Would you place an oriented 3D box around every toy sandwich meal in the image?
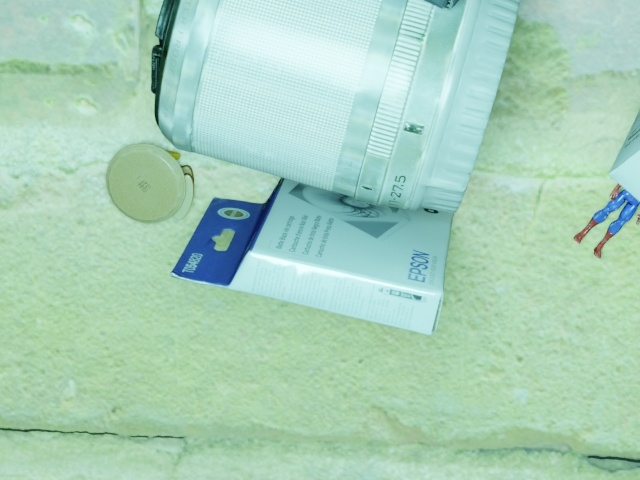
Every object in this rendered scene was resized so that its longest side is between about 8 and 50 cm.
[{"bbox_3d":[-0.156,-0.055,1.568,0.085,0.029,0.086,4,110,11],"label":"toy sandwich meal"}]

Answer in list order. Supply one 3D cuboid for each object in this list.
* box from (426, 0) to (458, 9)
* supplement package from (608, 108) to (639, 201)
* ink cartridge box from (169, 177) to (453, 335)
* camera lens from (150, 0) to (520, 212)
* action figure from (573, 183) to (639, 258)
[{"bbox_3d":[0.049,-0.300,1.344,0.232,0.183,0.059,27,145,15],"label":"box"},{"bbox_3d":[0.412,-0.060,1.389,0.262,0.145,0.204,41,136,-7],"label":"supplement package"},{"bbox_3d":[0.000,0.000,1.462,0.223,0.223,0.045,12,110,2],"label":"ink cartridge box"},{"bbox_3d":[0.008,-0.154,1.407,0.274,0.219,0.219,16,111,2],"label":"camera lens"},{"bbox_3d":[0.276,-0.035,1.517,0.038,0.030,0.115,38,108,-1],"label":"action figure"}]
